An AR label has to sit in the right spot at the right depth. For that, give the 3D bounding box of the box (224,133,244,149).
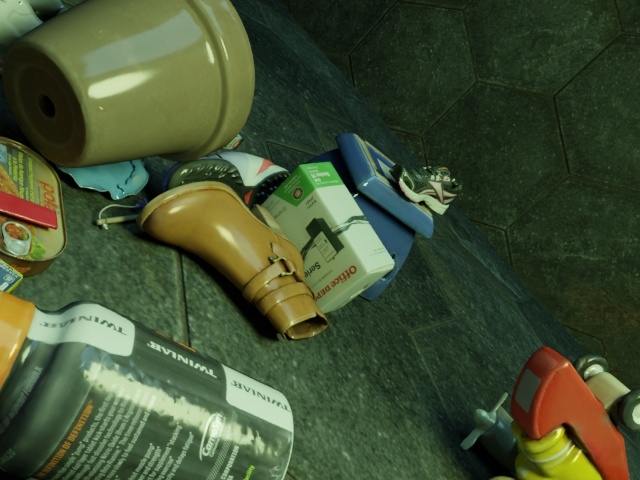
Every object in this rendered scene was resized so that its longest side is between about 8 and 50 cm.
[{"bbox_3d":[-0.253,-0.273,1.220,0.207,0.036,0.114,51,22,16],"label":"box"}]

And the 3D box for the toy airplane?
[{"bbox_3d":[0.370,0.392,0.914,0.386,0.272,0.385,82,-11,-61],"label":"toy airplane"}]

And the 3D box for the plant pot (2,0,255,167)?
[{"bbox_3d":[-0.252,-0.198,0.751,0.263,0.263,0.229,46,44,3],"label":"plant pot"}]

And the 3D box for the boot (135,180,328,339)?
[{"bbox_3d":[-0.110,0.043,0.841,0.220,0.109,0.283,59,18,23],"label":"boot"}]

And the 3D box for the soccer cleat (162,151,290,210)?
[{"bbox_3d":[-0.169,-0.099,0.995,0.116,0.109,0.318,29,18,20],"label":"soccer cleat"}]

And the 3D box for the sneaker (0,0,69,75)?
[{"bbox_3d":[-0.450,-0.289,0.756,0.111,0.129,0.297,49,22,5],"label":"sneaker"}]

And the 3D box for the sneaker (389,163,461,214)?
[{"bbox_3d":[0.198,-0.113,1.113,0.178,0.077,0.072,18,33,-49],"label":"sneaker"}]

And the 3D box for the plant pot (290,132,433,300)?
[{"bbox_3d":[0.073,-0.059,1.186,0.236,0.212,0.236,33,24,-31],"label":"plant pot"}]

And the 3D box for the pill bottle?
[{"bbox_3d":[-0.151,0.129,0.456,0.245,0.130,0.130,34,24,-27],"label":"pill bottle"}]

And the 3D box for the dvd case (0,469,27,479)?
[{"bbox_3d":[-0.172,0.203,0.503,0.238,0.029,0.179,18,34,-51],"label":"dvd case"}]

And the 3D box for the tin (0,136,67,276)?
[{"bbox_3d":[-0.332,-0.039,0.644,0.106,0.040,0.190,20,33,-41],"label":"tin"}]

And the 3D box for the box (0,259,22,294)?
[{"bbox_3d":[-0.347,0.008,0.504,0.169,0.054,0.059,41,22,-14],"label":"box"}]

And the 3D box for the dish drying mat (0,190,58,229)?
[{"bbox_3d":[-0.311,-0.034,0.614,0.083,0.008,0.032,24,29,-42],"label":"dish drying mat"}]

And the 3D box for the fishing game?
[{"bbox_3d":[-0.322,-0.130,0.829,0.264,0.041,0.189,55,22,2],"label":"fishing game"}]

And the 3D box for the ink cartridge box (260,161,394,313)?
[{"bbox_3d":[0.000,0.000,0.985,0.086,0.153,0.208,-13,66,-53],"label":"ink cartridge box"}]
